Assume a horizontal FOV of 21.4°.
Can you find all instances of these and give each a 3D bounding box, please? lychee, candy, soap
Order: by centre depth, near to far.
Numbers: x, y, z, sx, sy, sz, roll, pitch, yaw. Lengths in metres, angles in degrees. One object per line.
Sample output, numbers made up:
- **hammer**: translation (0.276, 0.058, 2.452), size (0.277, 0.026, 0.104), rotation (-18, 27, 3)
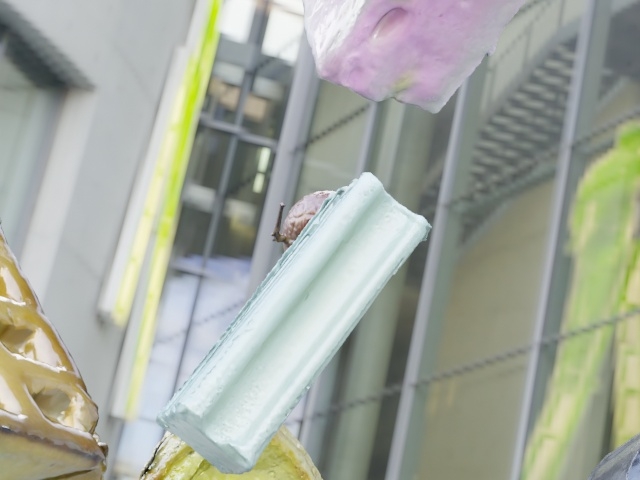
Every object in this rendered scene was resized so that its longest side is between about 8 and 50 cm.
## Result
- **soap**: translation (-0.018, 0.055, 1.097), size (0.063, 0.198, 0.114), rotation (39, -14, -5)
- **candy**: translation (0.099, -0.235, 1.254), size (0.116, 0.155, 0.265), rotation (21, -53, -22)
- **lychee**: translation (0.002, -0.002, 1.722), size (0.140, 0.114, 0.101), rotation (-6, 18, -25)

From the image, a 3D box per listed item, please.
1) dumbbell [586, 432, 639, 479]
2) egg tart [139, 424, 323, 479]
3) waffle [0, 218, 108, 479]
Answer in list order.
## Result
- **dumbbell**: translation (0.205, 0.271, 1.182), size (0.204, 0.203, 0.322), rotation (20, -39, -19)
- **egg tart**: translation (-0.097, 0.301, 1.719), size (0.095, 0.278, 0.279), rotation (-20, -37, 41)
- **waffle**: translation (-0.253, 0.027, 0.792), size (0.098, 0.224, 0.328), rotation (-44, -33, 12)
